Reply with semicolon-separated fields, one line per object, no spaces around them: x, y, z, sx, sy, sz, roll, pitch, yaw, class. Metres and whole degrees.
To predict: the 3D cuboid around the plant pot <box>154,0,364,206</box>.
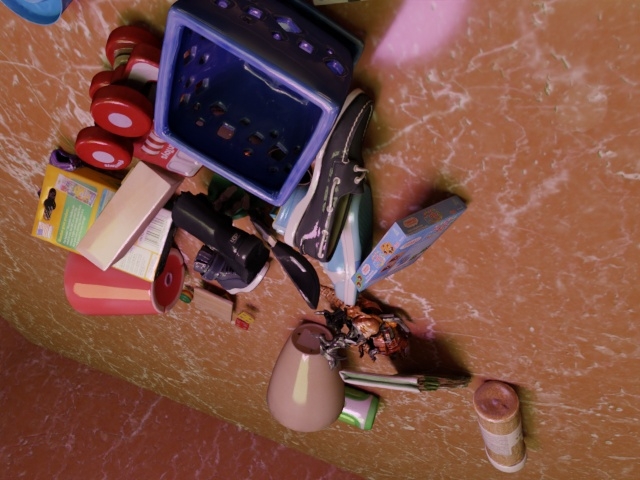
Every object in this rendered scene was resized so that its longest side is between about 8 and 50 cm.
-0.080;-0.230;0.679;0.236;0.212;0.236;30;143;-5;plant pot

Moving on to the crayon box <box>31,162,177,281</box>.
-0.538;-0.050;1.177;0.322;0.083;0.203;22;107;-5;crayon box

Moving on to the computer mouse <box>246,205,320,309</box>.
-0.070;0.029;1.019;0.262;0.060;0.184;55;174;13;computer mouse

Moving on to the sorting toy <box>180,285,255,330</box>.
-0.331;0.200;1.497;0.274;0.046;0.132;24;144;4;sorting toy

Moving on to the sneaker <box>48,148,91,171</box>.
-0.632;-0.179;1.205;0.169;0.068;0.071;28;133;-6;sneaker

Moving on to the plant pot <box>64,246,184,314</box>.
-0.555;0.103;1.361;0.243;0.275;0.275;6;140;10;plant pot

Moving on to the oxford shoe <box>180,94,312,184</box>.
-0.127;-0.173;0.807;0.271;0.098;0.097;19;112;-28;oxford shoe

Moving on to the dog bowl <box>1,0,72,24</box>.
-0.479;-0.497;0.714;0.165;0.074;0.297;18;144;11;dog bowl

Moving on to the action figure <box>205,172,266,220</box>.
-0.244;-0.068;1.110;0.137;0.063;0.232;37;146;-19;action figure

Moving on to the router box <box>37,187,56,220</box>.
-0.789;-0.080;1.434;0.133;0.046;0.179;27;143;0;router box

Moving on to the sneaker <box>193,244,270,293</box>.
-0.251;0.069;1.256;0.163;0.086;0.226;41;143;-23;sneaker

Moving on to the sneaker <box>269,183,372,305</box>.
0.000;0.000;0.991;0.208;0.127;0.319;11;132;17;sneaker

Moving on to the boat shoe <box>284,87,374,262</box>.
0.035;-0.101;0.786;0.091;0.114;0.303;31;121;15;boat shoe

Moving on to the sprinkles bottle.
0.524;0.546;1.336;0.121;0.121;0.355;2;137;30;sprinkles bottle

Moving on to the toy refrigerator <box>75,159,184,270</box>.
-0.444;-0.067;1.072;0.094;0.102;0.269;41;105;-10;toy refrigerator

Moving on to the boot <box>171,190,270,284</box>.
-0.224;-0.008;1.048;0.207;0.094;0.246;35;165;8;boot

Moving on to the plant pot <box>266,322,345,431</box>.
-0.037;0.398;1.423;0.256;0.256;0.274;16;127;14;plant pot

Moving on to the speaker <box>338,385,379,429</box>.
0.055;0.573;1.654;0.296;0.131;0.131;15;142;15;speaker

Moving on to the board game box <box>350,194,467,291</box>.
0.163;0.009;0.877;0.039;0.160;0.211;57;148;17;board game box

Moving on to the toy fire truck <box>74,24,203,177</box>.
-0.301;-0.235;0.881;0.253;0.169;0.302;16;151;-33;toy fire truck

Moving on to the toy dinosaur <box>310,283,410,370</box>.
0.103;0.215;1.209;0.218;0.164;0.322;-27;101;31;toy dinosaur

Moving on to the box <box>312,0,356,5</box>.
0.033;-0.360;0.608;0.136;0.028;0.081;10;141;25;box

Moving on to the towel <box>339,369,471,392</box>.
0.235;0.376;1.252;0.247;0.038;0.324;-8;163;38;towel
